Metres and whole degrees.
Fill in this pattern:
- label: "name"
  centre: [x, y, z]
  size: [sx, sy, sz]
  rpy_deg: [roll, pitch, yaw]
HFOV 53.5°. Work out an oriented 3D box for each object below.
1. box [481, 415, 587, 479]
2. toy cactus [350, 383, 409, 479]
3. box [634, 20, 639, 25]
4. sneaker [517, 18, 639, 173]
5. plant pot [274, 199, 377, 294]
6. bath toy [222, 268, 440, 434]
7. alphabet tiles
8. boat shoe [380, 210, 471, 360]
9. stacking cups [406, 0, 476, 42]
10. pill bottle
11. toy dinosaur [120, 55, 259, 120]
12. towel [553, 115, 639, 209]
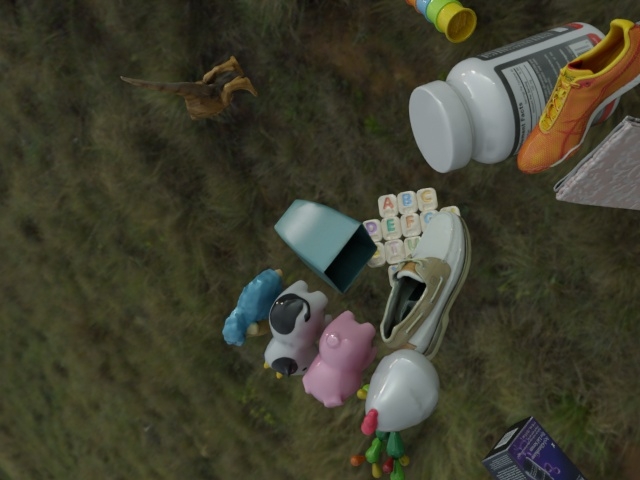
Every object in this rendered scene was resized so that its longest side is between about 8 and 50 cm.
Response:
- label: "box"
  centre: [0.534, 0.577, 1.587]
  size: [0.207, 0.153, 0.108]
  rpy_deg: [49, 137, 11]
- label: "toy cactus"
  centre: [0.125, 0.368, 1.276]
  size: [0.112, 0.219, 0.180]
  rpy_deg: [6, 135, -12]
- label: "box"
  centre: [0.804, -0.420, 1.464]
  size: [0.207, 0.036, 0.114]
  rpy_deg: [54, 160, -14]
- label: "sneaker"
  centre: [0.253, -0.143, 0.639]
  size: [0.067, 0.064, 0.175]
  rpy_deg: [21, 120, -24]
- label: "plant pot"
  centre: [0.000, 0.000, 1.743]
  size: [0.234, 0.166, 0.165]
  rpy_deg: [32, 170, 31]
- label: "bath toy"
  centre: [0.009, 0.176, 0.937]
  size: [0.348, 0.129, 0.151]
  rpy_deg: [26, 142, 36]
- label: "alphabet tiles"
  centre: [0.264, -0.009, 1.814]
  size: [0.284, 0.278, 0.021]
  rpy_deg: [-9, 165, 13]
- label: "boat shoe"
  centre: [0.198, 0.073, 1.200]
  size: [0.103, 0.302, 0.113]
  rpy_deg: [27, 160, -32]
- label: "stacking cups"
  centre: [0.322, -0.666, 1.798]
  size: [0.316, 0.096, 0.096]
  rpy_deg: [-119, 16, -45]
- label: "pill bottle"
  centre: [0.372, -0.273, 1.238]
  size: [0.210, 0.363, 0.210]
  rpy_deg: [159, 90, -80]
- label: "toy dinosaur"
  centre: [-0.137, -0.169, 0.746]
  size: [0.064, 0.112, 0.211]
  rpy_deg: [58, -179, 1]
- label: "towel"
  centre: [0.836, -0.196, 1.674]
  size: [0.317, 0.053, 0.332]
  rpy_deg: [5, 149, -14]
